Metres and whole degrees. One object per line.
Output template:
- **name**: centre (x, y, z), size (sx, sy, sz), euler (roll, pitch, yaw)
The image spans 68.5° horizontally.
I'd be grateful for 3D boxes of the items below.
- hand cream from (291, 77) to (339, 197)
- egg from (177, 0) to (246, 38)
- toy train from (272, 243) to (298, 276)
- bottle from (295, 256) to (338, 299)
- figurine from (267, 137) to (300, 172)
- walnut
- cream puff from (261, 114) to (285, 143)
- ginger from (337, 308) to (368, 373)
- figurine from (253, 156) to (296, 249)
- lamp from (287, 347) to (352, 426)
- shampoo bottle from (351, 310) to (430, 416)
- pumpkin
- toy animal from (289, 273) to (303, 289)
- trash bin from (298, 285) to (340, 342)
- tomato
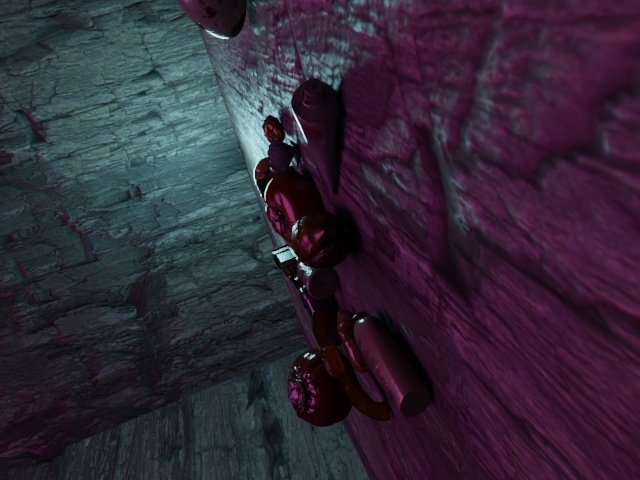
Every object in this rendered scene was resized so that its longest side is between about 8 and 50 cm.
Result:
- **hand cream**: centre (-0.006, -0.190, 0.880), size (0.340, 0.078, 0.124), euler (85, 162, -73)
- **egg**: centre (-0.264, -0.603, 1.144), size (0.169, 0.169, 0.231), euler (61, -179, 43)
- **toy train**: centre (-0.090, 0.065, 1.675), size (0.225, 0.137, 0.090), euler (-143, 33, -74)
- **bottle**: centre (-0.023, 0.098, 1.467), size (0.110, 0.097, 0.209), euler (52, 178, -23)
- **figurine**: centre (-0.101, -0.231, 1.254), size (0.082, 0.086, 0.094), euler (155, 94, -82)
- **walnut**: centre (0.000, 0.000, 1.038), size (0.245, 0.137, 0.137), euler (90, 159, -87)
- **cream puff**: centre (-0.139, -0.321, 1.362), size (0.083, 0.058, 0.083), euler (-128, 21, -55)
- **ginger**: centre (0.091, 0.275, 1.297), size (0.095, 0.069, 0.190), euler (101, 147, -76)
- **figurine**: centre (-0.115, -0.113, 1.492), size (0.324, 0.124, 0.222), euler (66, 171, -1)
- **lamp**: centre (0.000, 0.581, 1.869), size (0.303, 0.257, 0.302), euler (3, 94, 49)
- **shampoo bottle**: centre (0.130, 0.235, 0.958), size (0.257, 0.078, 0.127), euler (53, 166, 53)
- **pumpkin**: centre (0.069, 0.374, 1.389), size (0.258, 0.095, 0.290), euler (60, 174, -29)
- **toy animal**: centre (-0.107, 0.182, 2.193), size (0.232, 0.085, 0.148), euler (46, 156, 59)
- **trash bin**: centre (0.011, 0.253, 1.635), size (0.176, 0.101, 0.236), euler (99, 147, -69)
- **tomato**: centre (-0.080, -0.074, 1.272), size (0.225, 0.085, 0.224), euler (33, 137, 37)
